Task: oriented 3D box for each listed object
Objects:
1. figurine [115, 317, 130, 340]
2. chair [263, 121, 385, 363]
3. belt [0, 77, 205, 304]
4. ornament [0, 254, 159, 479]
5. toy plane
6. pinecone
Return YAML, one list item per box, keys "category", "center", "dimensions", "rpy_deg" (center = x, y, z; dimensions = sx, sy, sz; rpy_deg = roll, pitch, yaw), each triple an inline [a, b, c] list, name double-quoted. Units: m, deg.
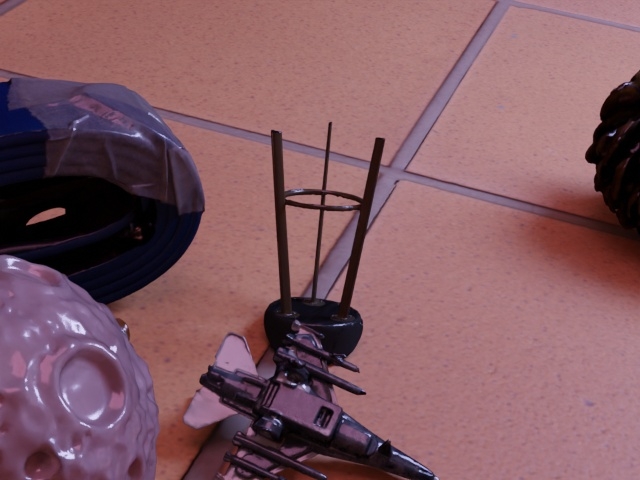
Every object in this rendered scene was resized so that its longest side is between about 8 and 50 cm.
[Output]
- category: "figurine"
  center: [-0.248, 0.095, 0.980]
  dimensions: [0.147, 0.094, 0.197]
  rpy_deg: [19, 33, 28]
- category: "chair"
  center: [0.000, 0.000, 1.095]
  dimensions: [0.104, 0.222, 0.095]
  rpy_deg: [5, 9, 2]
- category: "belt"
  center: [-0.288, -0.031, 1.061]
  dimensions: [0.347, 0.212, 0.117]
  rpy_deg: [-14, 36, -21]
- category: "ornament"
  center: [-0.239, 0.138, 0.764]
  dimensions: [0.259, 0.259, 0.225]
  rpy_deg: [15, 30, 13]
- category: "toy plane"
  center: [-0.009, 0.148, 0.954]
  dimensions: [0.234, 0.082, 0.160]
  rpy_deg: [17, 61, 18]
- category: "pinecone"
  center: [0.417, -0.090, 1.274]
  dimensions: [0.224, 0.224, 0.272]
  rpy_deg: [-12, 49, -26]
